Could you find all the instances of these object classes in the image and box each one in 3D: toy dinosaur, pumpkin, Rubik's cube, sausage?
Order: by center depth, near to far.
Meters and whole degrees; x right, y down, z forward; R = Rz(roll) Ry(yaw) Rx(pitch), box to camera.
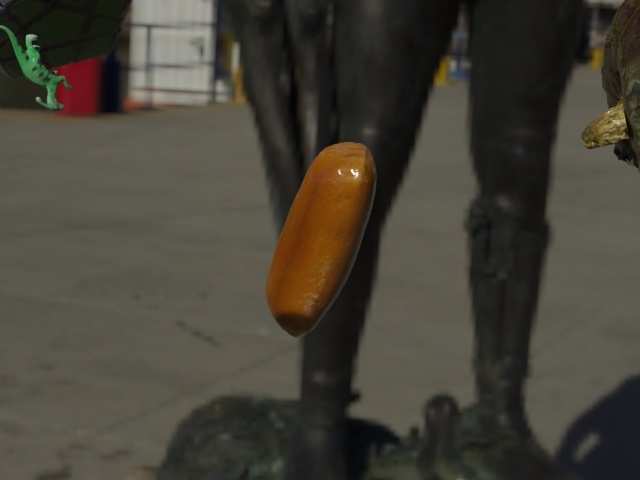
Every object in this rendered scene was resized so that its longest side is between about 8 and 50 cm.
[{"bbox_3d":[-0.245,-0.143,1.327,0.021,0.062,0.083,-23,-27,35],"label":"toy dinosaur"},{"bbox_3d":[0.000,0.000,1.719,0.098,0.238,0.098,14,29,-8],"label":"sausage"},{"bbox_3d":[-0.336,-0.346,1.784,0.264,0.319,0.319,17,5,-16],"label":"Rubik's cube"},{"bbox_3d":[0.424,-0.200,1.900,0.242,0.232,0.325,-18,13,3],"label":"pumpkin"}]
